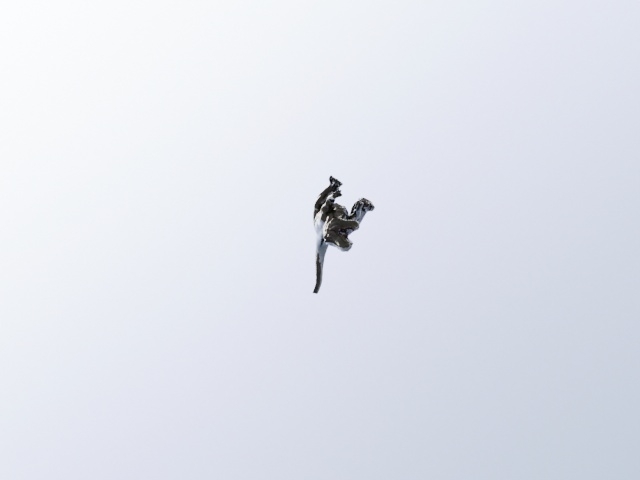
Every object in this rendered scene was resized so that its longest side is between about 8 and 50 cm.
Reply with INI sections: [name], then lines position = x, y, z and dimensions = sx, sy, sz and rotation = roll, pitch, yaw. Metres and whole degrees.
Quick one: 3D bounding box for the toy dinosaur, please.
[toy dinosaur]
position = 0.000, 0.000, 1.289
dimensions = 0.179, 0.087, 0.187
rotation = -56, 179, 9
